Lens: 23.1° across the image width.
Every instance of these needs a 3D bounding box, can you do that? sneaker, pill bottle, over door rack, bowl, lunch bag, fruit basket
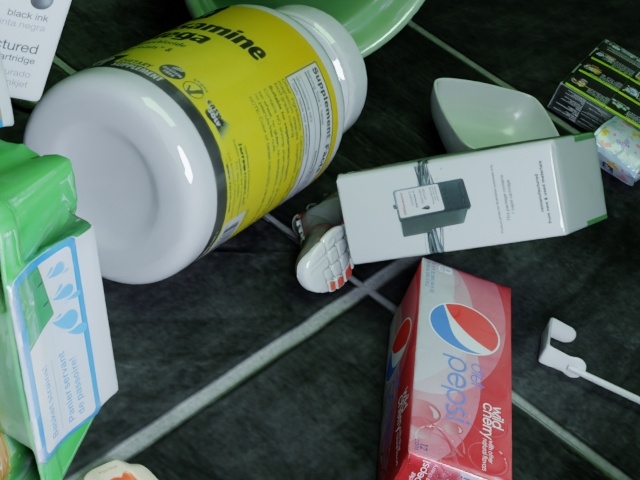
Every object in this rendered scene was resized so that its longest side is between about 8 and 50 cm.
[{"bbox_3d":[0.000,0.000,1.460,0.065,0.061,0.158,5,27,21],"label":"sneaker"},{"bbox_3d":[-0.096,-0.105,1.410,0.188,0.188,0.334,34,35,14],"label":"pill bottle"},{"bbox_3d":[0.371,0.095,1.379,0.324,0.239,0.108,31,29,10],"label":"over door rack"},{"bbox_3d":[0.188,-0.113,1.712,0.142,0.053,0.142,9,37,-22],"label":"bowl"},{"bbox_3d":[0.344,-0.101,1.791,0.071,0.053,0.083,36,26,13],"label":"lunch bag"},{"bbox_3d":[-0.258,0.102,0.892,0.165,0.327,0.353,9,33,19],"label":"fruit basket"}]

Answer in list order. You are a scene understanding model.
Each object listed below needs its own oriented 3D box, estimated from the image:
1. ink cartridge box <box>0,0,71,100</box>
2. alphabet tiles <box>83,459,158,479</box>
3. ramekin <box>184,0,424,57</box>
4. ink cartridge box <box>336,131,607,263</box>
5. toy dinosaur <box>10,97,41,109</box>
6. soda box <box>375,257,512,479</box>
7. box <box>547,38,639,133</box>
[{"bbox_3d":[-0.267,-0.262,1.106,0.211,0.289,0.121,9,38,-22],"label":"ink cartridge box"},{"bbox_3d":[-0.105,0.268,1.047,0.278,0.021,0.284,42,38,24],"label":"alphabet tiles"},{"bbox_3d":[-0.028,-0.343,1.685,0.303,0.303,0.148,3,33,-28],"label":"ramekin"},{"bbox_3d":[0.139,-0.040,1.431,0.208,0.087,0.153,-8,4,25],"label":"ink cartridge box"},{"bbox_3d":[-0.378,-0.210,1.447,0.313,0.121,0.160,11,49,-12],"label":"toy dinosaur"},{"bbox_3d":[0.104,0.130,1.305,0.092,0.083,0.263,19,34,-7],"label":"soda box"},{"bbox_3d":[0.394,-0.159,1.908,0.190,0.045,0.184,32,37,11],"label":"box"}]
